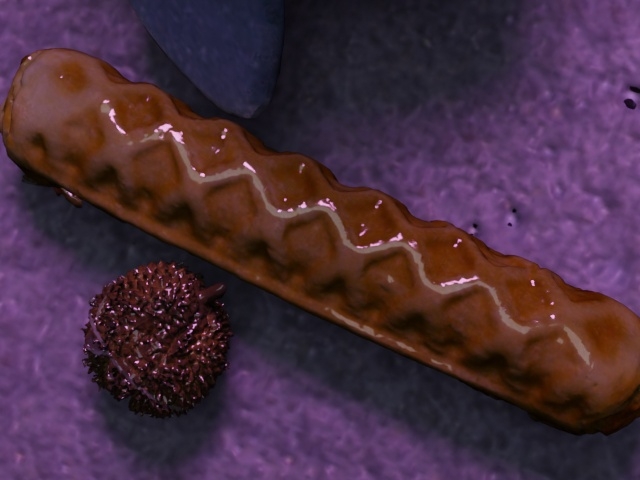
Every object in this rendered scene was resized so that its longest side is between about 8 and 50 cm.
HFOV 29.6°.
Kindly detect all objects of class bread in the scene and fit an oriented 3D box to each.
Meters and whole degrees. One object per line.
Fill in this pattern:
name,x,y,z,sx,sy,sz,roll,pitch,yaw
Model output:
bread,0.000,0.000,0.619,0.368,0.077,0.084,26,127,7

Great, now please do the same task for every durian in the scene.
durian,-0.080,0.050,0.623,0.091,0.080,0.080,-33,82,21

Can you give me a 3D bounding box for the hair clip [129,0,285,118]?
hair clip,-0.019,-0.269,0.558,0.238,0.392,0.318,-35,83,-25
